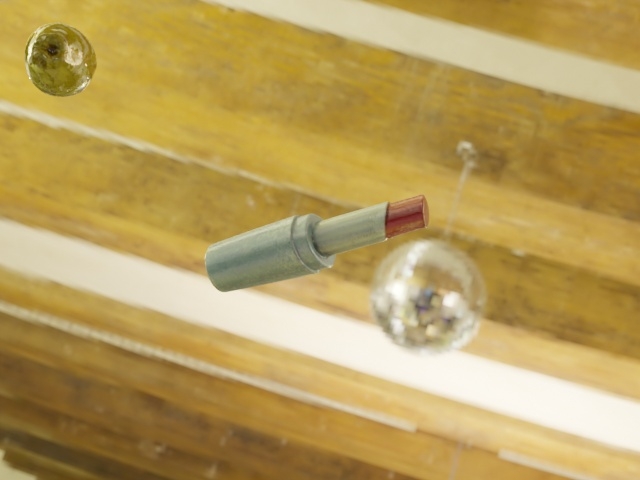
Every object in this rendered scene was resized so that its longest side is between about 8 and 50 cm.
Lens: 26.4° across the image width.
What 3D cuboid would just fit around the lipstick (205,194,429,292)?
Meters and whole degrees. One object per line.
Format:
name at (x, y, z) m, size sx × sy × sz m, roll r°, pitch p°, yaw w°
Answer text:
lipstick at (0.000, 0.000, 1.489) m, size 0.274 × 0.061 × 0.068 m, roll -16°, pitch -48°, yaw 29°

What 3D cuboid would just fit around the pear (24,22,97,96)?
pear at (-0.382, -0.265, 2.002) m, size 0.107 × 0.107 × 0.131 m, roll 16°, pitch -1°, yaw 7°
